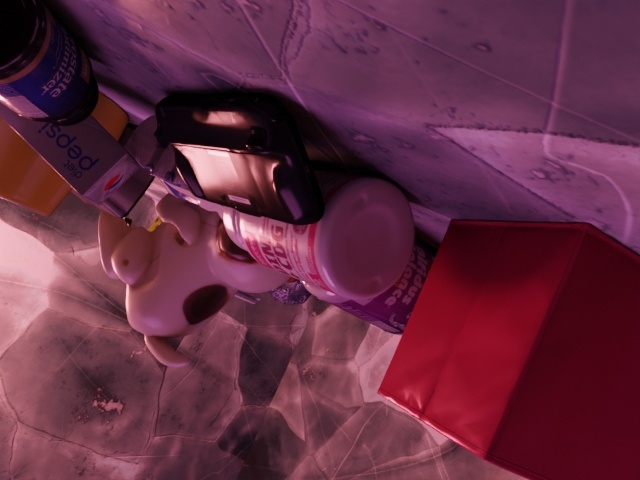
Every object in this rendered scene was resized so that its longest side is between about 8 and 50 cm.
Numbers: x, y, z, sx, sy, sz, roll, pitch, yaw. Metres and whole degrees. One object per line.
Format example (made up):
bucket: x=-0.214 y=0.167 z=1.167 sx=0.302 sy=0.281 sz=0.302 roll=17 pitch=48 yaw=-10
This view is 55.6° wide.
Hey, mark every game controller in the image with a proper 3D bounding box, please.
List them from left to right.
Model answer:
game controller: x=-0.114 y=-0.108 z=0.783 sx=0.319 sy=0.067 sz=0.166 roll=17 pitch=144 yaw=51

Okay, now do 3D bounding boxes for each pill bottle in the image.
pill bottle: x=-0.357 y=-0.219 z=0.746 sx=0.122 sy=0.123 sz=0.219 roll=24 pitch=174 yaw=3
pill bottle: x=-0.017 y=-0.023 z=0.874 sx=0.160 sy=0.160 sz=0.283 roll=30 pitch=171 yaw=-37
pill bottle: x=0.117 y=0.065 z=1.047 sx=0.301 sy=0.169 sz=0.169 roll=30 pitch=172 yaw=-40

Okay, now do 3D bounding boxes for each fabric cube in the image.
fabric cube: x=0.268 y=0.143 z=0.745 sx=0.254 sy=0.258 sz=0.259 roll=26 pitch=173 yaw=-20

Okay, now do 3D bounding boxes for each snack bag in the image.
snack bag: x=-0.371 y=0.082 z=1.719 sx=0.323 sy=0.037 sz=0.342 roll=28 pitch=172 yaw=-32

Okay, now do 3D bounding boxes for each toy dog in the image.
toy dog: x=-0.234 y=0.033 z=1.266 sx=0.408 sy=0.395 sz=0.284 roll=-21 pitch=142 yaw=27

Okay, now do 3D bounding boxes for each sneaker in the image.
sneaker: x=-0.179 y=-0.104 z=1.071 sx=0.315 sy=0.127 sz=0.182 roll=34 pitch=175 yaw=-14

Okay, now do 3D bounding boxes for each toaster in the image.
toaster: x=-0.431 y=-0.144 z=1.264 sx=0.185 sy=0.168 sz=0.110 roll=20 pitch=163 yaw=39

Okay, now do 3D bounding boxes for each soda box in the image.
soda box: x=-0.422 y=-0.191 z=0.946 sx=0.286 sy=0.098 sz=0.091 roll=45 pitch=174 yaw=2

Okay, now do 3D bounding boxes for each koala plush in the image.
koala plush: x=-0.056 y=0.079 z=1.582 sx=0.196 sy=0.203 sz=0.221 roll=25 pitch=175 yaw=-10

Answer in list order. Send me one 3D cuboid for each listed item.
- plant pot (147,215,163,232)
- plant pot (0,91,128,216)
plant pot: x=-0.333 y=-0.028 z=1.762 sx=0.228 sy=0.207 sz=0.227 roll=19 pitch=171 yaw=42
plant pot: x=-0.521 y=-0.183 z=1.112 sx=0.254 sy=0.239 sz=0.254 roll=24 pitch=172 yaw=3
